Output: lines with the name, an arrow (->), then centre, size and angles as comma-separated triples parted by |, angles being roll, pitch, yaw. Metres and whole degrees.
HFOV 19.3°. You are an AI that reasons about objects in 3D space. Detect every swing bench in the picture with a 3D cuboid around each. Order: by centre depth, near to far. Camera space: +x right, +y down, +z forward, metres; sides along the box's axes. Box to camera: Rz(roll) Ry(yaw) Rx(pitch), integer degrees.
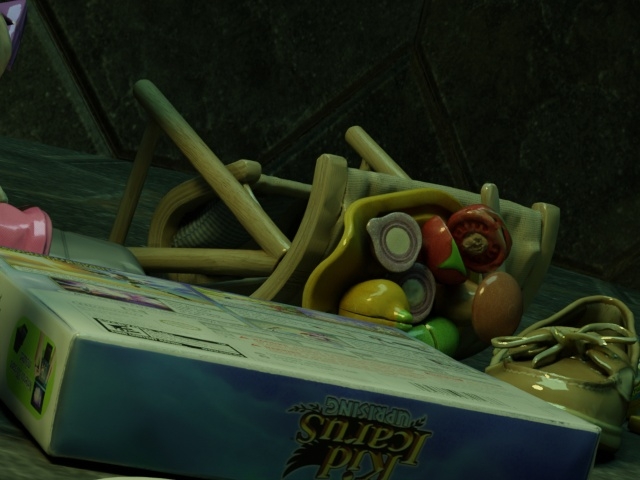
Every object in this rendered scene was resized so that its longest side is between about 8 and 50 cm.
swing bench -> 0.000, 0.000, 1.449 | 0.253, 0.165, 0.254 | 11, 10, -43

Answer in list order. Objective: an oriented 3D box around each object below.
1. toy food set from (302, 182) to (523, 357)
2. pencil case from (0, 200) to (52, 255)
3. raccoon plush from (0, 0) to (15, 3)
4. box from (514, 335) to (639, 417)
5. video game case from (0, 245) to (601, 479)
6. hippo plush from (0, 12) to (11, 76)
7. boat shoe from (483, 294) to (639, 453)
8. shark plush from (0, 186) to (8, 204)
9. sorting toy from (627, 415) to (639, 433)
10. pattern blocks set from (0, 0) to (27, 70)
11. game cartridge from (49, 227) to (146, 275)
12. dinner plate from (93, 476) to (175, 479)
toy food set -> 0.086, 0.030, 1.293 | 0.071, 0.128, 0.218 | 10, 16, 43
pencil case -> -0.263, -0.002, 1.063 | 0.209, 0.095, 0.098 | 15, -17, -21
raccoon plush -> -0.249, -0.185, 1.194 | 0.216, 0.299, 0.446 | 51, 26, -23
box -> 0.242, 0.113, 1.514 | 0.105, 0.043, 0.179 | 18, 4, 40
video game case -> -0.035, 0.072, 0.959 | 0.269, 0.061, 0.244 | 12, 5, -23
hippo plush -> -0.255, -0.059, 0.725 | 0.294, 0.234, 0.236 | 39, 10, -15
boat shoe -> 0.167, 0.085, 1.282 | 0.104, 0.089, 0.285 | 15, 4, 11
shark plush -> -0.274, -0.036, 1.225 | 0.161, 0.073, 0.067 | -10, -33, 41
sorting toy -> 0.379, 0.158, 1.298 | 0.347, 0.047, 0.196 | 15, 4, 27
pattern blocks set -> -0.326, -0.129, 1.035 | 0.324, 0.026, 0.285 | -2, 51, -13
game cartridge -> -0.257, 0.005, 1.225 | 0.297, 0.062, 0.198 | 13, 8, -11
dinner plate -> -0.025, 0.116, 0.693 | 0.141, 0.017, 0.141 | 13, 4, -1
